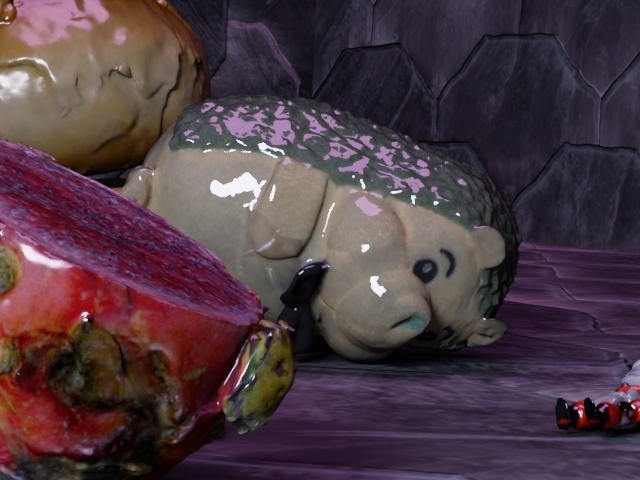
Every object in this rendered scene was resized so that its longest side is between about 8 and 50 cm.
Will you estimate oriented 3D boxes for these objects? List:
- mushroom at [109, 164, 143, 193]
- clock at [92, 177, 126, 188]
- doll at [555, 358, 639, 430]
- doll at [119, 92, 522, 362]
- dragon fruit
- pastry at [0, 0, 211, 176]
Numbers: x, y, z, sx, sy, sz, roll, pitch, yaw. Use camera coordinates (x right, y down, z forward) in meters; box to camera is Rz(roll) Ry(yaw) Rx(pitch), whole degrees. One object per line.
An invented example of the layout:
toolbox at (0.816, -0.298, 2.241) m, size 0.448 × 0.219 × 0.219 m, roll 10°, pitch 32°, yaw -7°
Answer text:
mushroom at (-0.228, 0.006, 1.503) m, size 0.151 × 0.156 × 0.285 m, roll -9°, pitch -10°, yaw 5°
clock at (-0.267, -0.020, 1.675) m, size 0.170 × 0.069 × 0.232 m, roll -2°, pitch -22°, yaw -23°
doll at (0.239, 0.105, 0.938) m, size 0.169 × 0.057 × 0.109 m, roll -17°, pitch -4°, yaw -31°
doll at (0.000, 0.000, 1.212) m, size 0.350 × 0.247 × 0.247 m, roll 9°, pitch 4°, yaw 5°
dragon fruit at (-0.150, 0.042, 0.683) m, size 0.282 × 0.147 × 0.211 m, roll 29°, pitch 8°, yaw 17°
pastry at (-0.317, -0.184, 1.553) m, size 0.410 × 0.244 × 0.409 m, roll -12°, pitch 4°, yaw 1°
